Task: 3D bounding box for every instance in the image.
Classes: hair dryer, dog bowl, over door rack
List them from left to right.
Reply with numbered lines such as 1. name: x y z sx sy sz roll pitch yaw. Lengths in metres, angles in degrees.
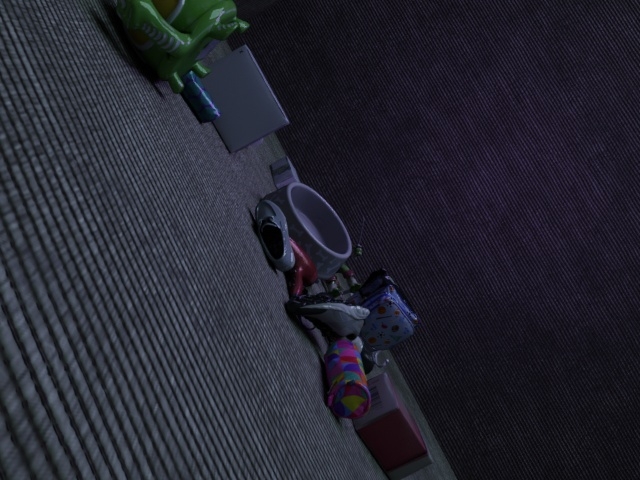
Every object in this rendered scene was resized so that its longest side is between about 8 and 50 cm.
1. hair dryer: -0.053 0.101 1.543 0.293 0.080 0.223 62 6 12
2. dog bowl: -0.033 -0.042 1.837 0.349 0.102 0.348 41 25 -24
3. over door rack: 0.211 0.379 2.531 0.239 0.108 0.324 59 5 -32

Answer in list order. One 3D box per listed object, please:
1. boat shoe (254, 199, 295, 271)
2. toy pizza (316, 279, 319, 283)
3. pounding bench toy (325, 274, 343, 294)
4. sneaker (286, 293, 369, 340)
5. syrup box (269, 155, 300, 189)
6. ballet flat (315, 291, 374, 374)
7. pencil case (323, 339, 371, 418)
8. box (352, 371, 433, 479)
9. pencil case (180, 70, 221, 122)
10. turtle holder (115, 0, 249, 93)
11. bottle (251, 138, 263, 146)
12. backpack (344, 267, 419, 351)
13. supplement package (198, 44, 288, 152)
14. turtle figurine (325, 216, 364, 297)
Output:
1. boat shoe: -0.127 -0.027 1.491 0.081 0.079 0.227 62 6 -60
2. toy pizza: -0.063 0.063 1.898 0.201 0.032 0.201 62 0 0
3. pounding bench toy: 0.061 0.189 2.359 0.083 0.052 0.065 56 7 -51
4. sneaker: 0.022 0.198 1.425 0.100 0.107 0.272 11 -6 45
5. syrup box: -0.154 -0.279 2.512 0.096 0.093 0.236 59 6 -32
6. ballet flat: 0.055 0.270 1.646 0.280 0.095 0.096 53 -4 21
7. pencil case: 0.059 0.327 1.347 0.104 0.105 0.236 61 5 -13
8. box: 0.182 0.494 1.491 0.232 0.127 0.148 59 5 -26
9. pencil case: -0.329 -0.390 1.509 0.151 0.065 0.070 59 22 -31
10. turtle holder: -0.332 -0.472 1.235 0.227 0.243 0.320 46 49 -12
11. bottle: -0.284 -0.469 2.232 0.118 0.092 0.282 53 10 -41
12. backpack: 0.210 0.293 2.114 0.276 0.264 0.213 53 14 -17
13. supplement package: -0.250 -0.437 1.762 0.261 0.204 0.145 61 4 -9
14. turtle figurine: 0.062 0.073 2.231 0.198 0.274 0.266 7 50 -36
